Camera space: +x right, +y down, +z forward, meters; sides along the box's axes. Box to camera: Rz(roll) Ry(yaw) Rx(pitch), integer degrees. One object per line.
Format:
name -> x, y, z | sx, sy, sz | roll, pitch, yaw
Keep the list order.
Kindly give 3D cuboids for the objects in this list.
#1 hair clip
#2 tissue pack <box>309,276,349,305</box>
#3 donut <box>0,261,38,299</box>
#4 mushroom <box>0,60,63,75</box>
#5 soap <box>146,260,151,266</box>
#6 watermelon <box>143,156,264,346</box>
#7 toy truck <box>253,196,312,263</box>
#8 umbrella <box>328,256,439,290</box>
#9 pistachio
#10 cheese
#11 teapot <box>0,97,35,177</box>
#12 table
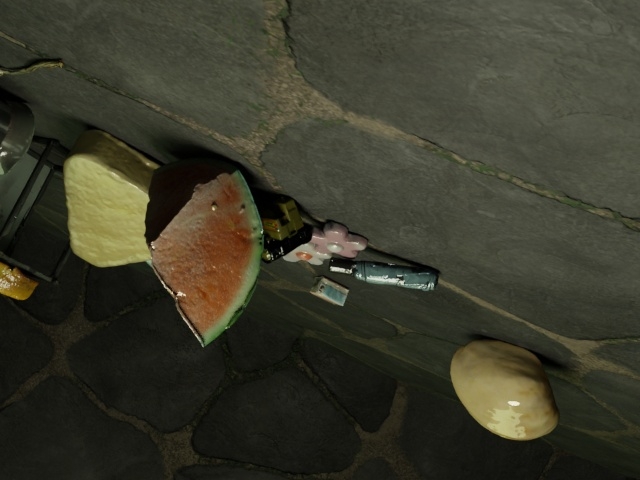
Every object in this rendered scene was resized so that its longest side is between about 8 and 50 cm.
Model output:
hair clip -> -0.002, 0.007, 1.777 | 0.146, 0.075, 0.257 | 37, 156, -30
tissue pack -> 0.025, 0.148, 2.261 | 0.094, 0.058, 0.074 | 28, 167, -18
donut -> -0.842, 0.100, 2.024 | 0.174, 0.074, 0.190 | 18, 165, 12
mushroom -> -0.566, -0.334, 1.489 | 0.286, 0.028, 0.025 | 9, 118, 42
soap -> -0.409, -0.033, 2.007 | 0.193, 0.109, 0.324 | -27, 121, 30
watermelon -> -0.214, -0.007, 1.581 | 0.292, 0.222, 0.319 | 59, -168, -26
toy truck -> -0.151, -0.035, 1.716 | 0.257, 0.127, 0.127 | 6, 119, 45
umbrella -> 0.141, 0.076, 1.738 | 0.251, 0.053, 0.052 | 7, 172, 10
pistachio -> 0.510, 0.406, 2.105 | 0.321, 0.238, 0.229 | 38, 169, 30
cheese -> -0.422, -0.065, 1.831 | 0.384, 0.104, 0.384 | 5, 137, 5
teapot -> -0.819, -0.294, 1.632 | 0.300, 0.253, 0.344 | 54, -169, 33
table -> -0.793, -0.092, 2.080 | 0.272, 0.335, 0.222 | 12, 162, 34
